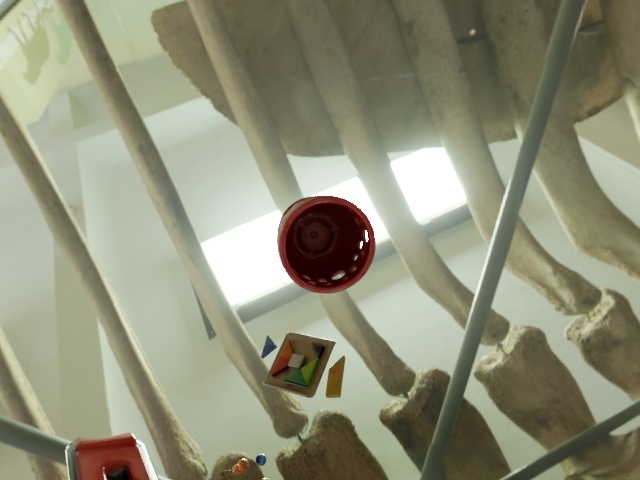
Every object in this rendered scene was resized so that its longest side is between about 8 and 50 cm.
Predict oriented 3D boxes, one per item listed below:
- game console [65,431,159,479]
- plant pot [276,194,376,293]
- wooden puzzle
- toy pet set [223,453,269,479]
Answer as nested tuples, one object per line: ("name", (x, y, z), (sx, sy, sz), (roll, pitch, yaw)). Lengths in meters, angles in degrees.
("game console", (-0.096, 0.330, 0.253), (0.060, 0.341, 0.387), (-1, -173, -31))
("plant pot", (0.000, 0.000, 0.967), (0.191, 0.191, 0.174), (-21, -170, -8))
("wooden puzzle", (-0.023, 0.136, 0.527), (0.116, 0.014, 0.078), (-2, -134, 28))
("toy pet set", (-0.125, 0.354, 0.606), (0.114, 0.065, 0.122), (-28, -126, 15))
